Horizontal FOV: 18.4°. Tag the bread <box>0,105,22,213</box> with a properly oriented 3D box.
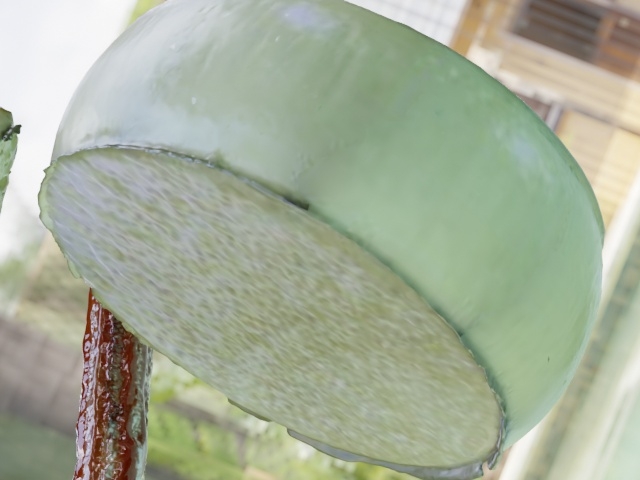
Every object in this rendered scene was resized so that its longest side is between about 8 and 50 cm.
[{"bbox_3d":[-0.400,0.011,1.483,0.207,0.279,0.279,-70,2,-64],"label":"bread"}]

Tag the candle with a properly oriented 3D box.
[{"bbox_3d":[-0.125,0.048,1.263,0.048,0.051,0.329,41,-144,-40],"label":"candle"}]

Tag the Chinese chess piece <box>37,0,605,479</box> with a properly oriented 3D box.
[{"bbox_3d":[0.000,0.000,0.935,0.112,0.270,0.270,-60,-9,-25],"label":"Chinese chess piece"}]
